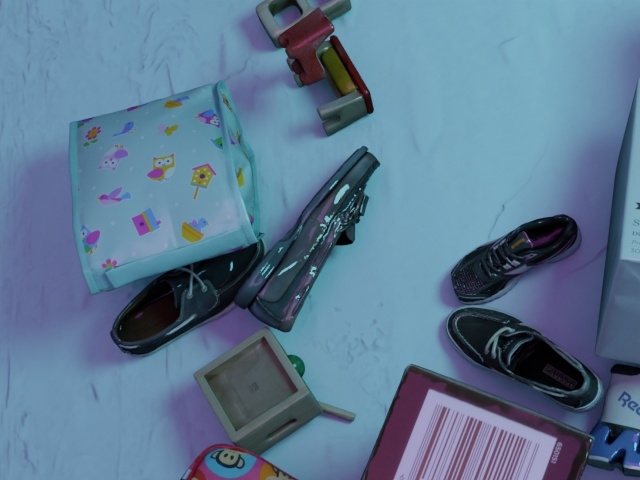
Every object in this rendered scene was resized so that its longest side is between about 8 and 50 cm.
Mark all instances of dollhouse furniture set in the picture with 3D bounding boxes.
[{"bbox_3d":[-0.025,-0.352,1.526,0.152,0.201,0.374,-30,72,0],"label":"dollhouse furniture set"}]

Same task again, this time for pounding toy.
[{"bbox_3d":[-0.055,0.193,1.449,0.141,0.100,0.130,-33,58,-4],"label":"pounding toy"}]

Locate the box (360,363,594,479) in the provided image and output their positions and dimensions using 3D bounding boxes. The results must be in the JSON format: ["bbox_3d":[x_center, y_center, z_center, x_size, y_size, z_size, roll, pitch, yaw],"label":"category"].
[{"bbox_3d":[0.167,0.248,1.240,0.191,0.381,0.143,21,81,14],"label":"box"}]

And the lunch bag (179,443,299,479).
[{"bbox_3d":[-0.064,0.396,1.310,0.293,0.120,0.258,29,53,2],"label":"lunch bag"}]

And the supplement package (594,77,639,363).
[{"bbox_3d":[0.420,-0.018,1.322,0.178,0.175,0.293,9,49,10],"label":"supplement package"}]

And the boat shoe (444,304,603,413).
[{"bbox_3d":[0.235,0.129,1.396,0.219,0.070,0.077,26,83,35],"label":"boat shoe"}]

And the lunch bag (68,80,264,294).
[{"bbox_3d":[-0.190,-0.052,1.457,0.223,0.160,0.262,-16,44,4],"label":"lunch bag"}]

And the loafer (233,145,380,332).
[{"bbox_3d":[0.000,0.000,1.484,0.084,0.096,0.267,39,72,0],"label":"loafer"}]

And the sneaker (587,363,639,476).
[{"bbox_3d":[0.466,0.197,1.340,0.316,0.127,0.182,10,79,13],"label":"sneaker"}]

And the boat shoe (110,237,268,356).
[{"bbox_3d":[-0.166,0.065,1.501,0.233,0.079,0.084,-36,71,-4],"label":"boat shoe"}]

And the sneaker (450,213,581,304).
[{"bbox_3d":[0.239,0.012,1.451,0.178,0.077,0.072,-32,71,0],"label":"sneaker"}]
